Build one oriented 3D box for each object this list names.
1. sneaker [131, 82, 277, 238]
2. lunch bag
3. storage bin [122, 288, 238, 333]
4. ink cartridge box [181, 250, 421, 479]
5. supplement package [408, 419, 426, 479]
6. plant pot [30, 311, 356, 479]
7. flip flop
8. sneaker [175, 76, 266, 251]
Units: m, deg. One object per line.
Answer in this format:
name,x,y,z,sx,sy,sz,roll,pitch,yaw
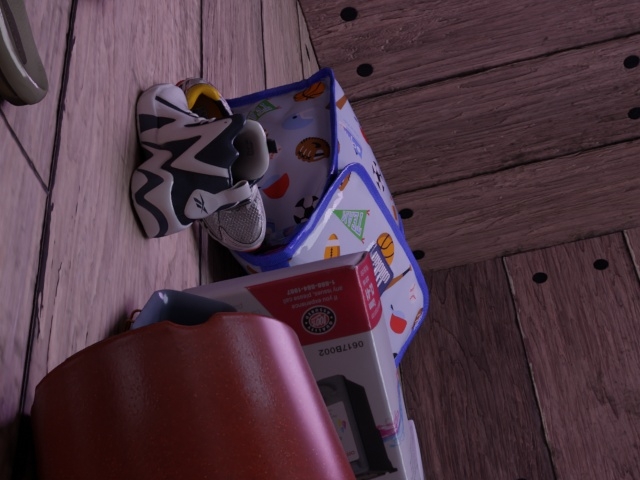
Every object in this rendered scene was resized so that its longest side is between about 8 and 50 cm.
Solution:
sneaker,-0.121,-0.106,1.333,0.235,0.153,0.094,-92,168,-56
lunch bag,0.000,0.000,1.719,0.386,0.238,0.328,-91,158,-49
storage bin,-0.139,0.112,1.128,0.135,0.098,0.091,-76,180,-75
ink cartridge box,-0.026,0.185,1.284,0.131,0.226,0.306,-37,113,-81
supplement package,0.094,0.417,1.815,0.194,0.149,0.203,-93,171,-55
plant pot,-0.077,0.209,0.832,0.272,0.272,0.265,60,10,-66
flip flop,-0.245,-0.240,0.913,0.112,0.080,0.277,-78,154,-73
sneaker,-0.127,-0.089,1.471,0.225,0.088,0.092,68,-12,-9
